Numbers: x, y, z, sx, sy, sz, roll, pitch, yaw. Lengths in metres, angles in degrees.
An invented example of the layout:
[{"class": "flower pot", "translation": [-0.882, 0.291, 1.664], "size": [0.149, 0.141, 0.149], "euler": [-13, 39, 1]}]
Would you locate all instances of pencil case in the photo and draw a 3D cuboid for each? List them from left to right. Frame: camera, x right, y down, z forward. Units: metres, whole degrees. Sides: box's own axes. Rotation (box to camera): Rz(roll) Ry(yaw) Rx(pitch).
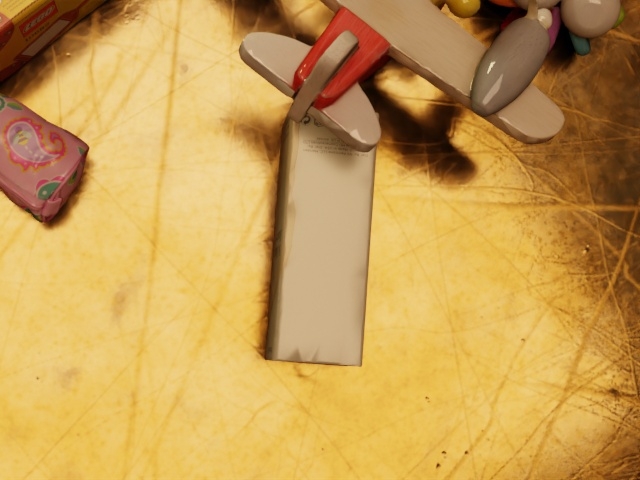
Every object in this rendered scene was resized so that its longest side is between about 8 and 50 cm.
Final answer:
[{"class": "pencil case", "translation": [-0.424, -0.137, 1.615], "size": [0.284, 0.124, 0.124], "euler": [32, 82, -6]}]

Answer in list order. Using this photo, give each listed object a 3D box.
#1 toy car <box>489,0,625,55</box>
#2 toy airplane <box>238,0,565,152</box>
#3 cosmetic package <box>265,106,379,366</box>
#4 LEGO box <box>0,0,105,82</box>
[{"class": "toy car", "translation": [0.301, -0.307, 1.721], "size": [0.182, 0.159, 0.136], "euler": [25, 117, -5]}, {"class": "toy airplane", "translation": [0.085, -0.291, 1.540], "size": [0.386, 0.272, 0.384], "euler": [6, 52, -33]}, {"class": "cosmetic package", "translation": [0.000, 0.000, 1.639], "size": [0.113, 0.160, 0.309], "euler": [5, 83, -5]}, {"class": "LEGO box", "translation": [-0.333, -0.499, 1.623], "size": [0.500, 0.193, 0.372], "euler": [-40, 90, -8]}]
